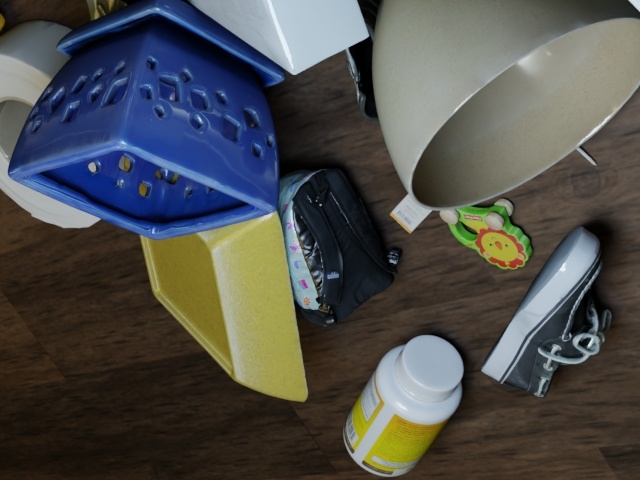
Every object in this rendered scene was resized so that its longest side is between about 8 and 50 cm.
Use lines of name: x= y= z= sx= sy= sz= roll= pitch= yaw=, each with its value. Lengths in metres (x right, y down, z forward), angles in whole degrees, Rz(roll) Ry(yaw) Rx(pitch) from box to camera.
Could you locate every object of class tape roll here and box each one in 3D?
tape roll: x=-0.370 y=-0.157 z=2.109 sx=0.286 sy=0.100 sz=0.286 roll=23 pitch=137 yaw=23

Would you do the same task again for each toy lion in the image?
toy lion: x=0.200 y=-0.007 z=1.806 sx=0.100 sy=0.034 sz=0.096 roll=9 pitch=138 yaw=36

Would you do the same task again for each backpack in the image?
backpack: x=0.000 y=0.000 z=1.901 sx=0.115 sy=0.152 sz=0.182 roll=-5 pitch=115 yaw=48

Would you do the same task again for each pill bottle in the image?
pill bottle: x=0.113 y=0.215 z=2.010 sx=0.117 sy=0.117 sz=0.215 roll=37 pitch=141 yaw=9

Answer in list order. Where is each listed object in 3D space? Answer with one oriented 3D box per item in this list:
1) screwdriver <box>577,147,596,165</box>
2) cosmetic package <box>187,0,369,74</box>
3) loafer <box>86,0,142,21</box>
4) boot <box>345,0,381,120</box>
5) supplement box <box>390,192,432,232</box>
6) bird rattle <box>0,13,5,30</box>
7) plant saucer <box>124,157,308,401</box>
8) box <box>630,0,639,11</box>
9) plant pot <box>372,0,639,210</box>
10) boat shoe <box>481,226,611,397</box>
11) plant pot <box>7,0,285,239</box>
screwdriver: x=0.239 y=-0.140 z=1.657 sx=0.170 sy=0.024 sz=0.025 roll=41 pitch=170 yaw=1
cosmetic package: x=-0.102 y=-0.356 z=1.559 sx=0.377 sy=0.097 sz=0.284 roll=43 pitch=159 yaw=59
loafer: x=-0.231 y=-0.276 z=1.883 sx=0.087 sy=0.094 sz=0.251 roll=11 pitch=131 yaw=40
boot: x=0.039 y=-0.260 z=1.600 sx=0.083 sy=0.161 sz=0.247 roll=-16 pitch=124 yaw=9
supplement box: x=0.130 y=-0.059 z=1.791 sx=0.036 sy=0.062 sz=0.098 roll=44 pitch=141 yaw=2
bird rattle: x=-0.540 y=-0.336 z=2.083 sx=0.253 sy=0.143 sz=0.207 roll=-10 pitch=134 yaw=49
plant saucer: x=-0.153 y=0.026 z=2.002 sx=0.332 sy=0.081 sz=0.333 roll=41 pitch=149 yaw=44
box: x=0.430 y=-0.288 z=1.198 sx=0.168 sy=0.215 sz=0.345 roll=46 pitch=141 yaw=-2
plant pot: x=0.161 y=-0.190 z=1.511 sx=0.191 sy=0.284 sz=0.284 roll=57 pitch=146 yaw=22
boat shoe: x=0.279 y=0.097 z=1.765 sx=0.105 sy=0.113 sz=0.306 roll=31 pitch=143 yaw=6
plant pot: x=-0.191 y=-0.146 z=1.781 sx=0.236 sy=0.212 sz=0.236 roll=25 pitch=156 yaw=-38
